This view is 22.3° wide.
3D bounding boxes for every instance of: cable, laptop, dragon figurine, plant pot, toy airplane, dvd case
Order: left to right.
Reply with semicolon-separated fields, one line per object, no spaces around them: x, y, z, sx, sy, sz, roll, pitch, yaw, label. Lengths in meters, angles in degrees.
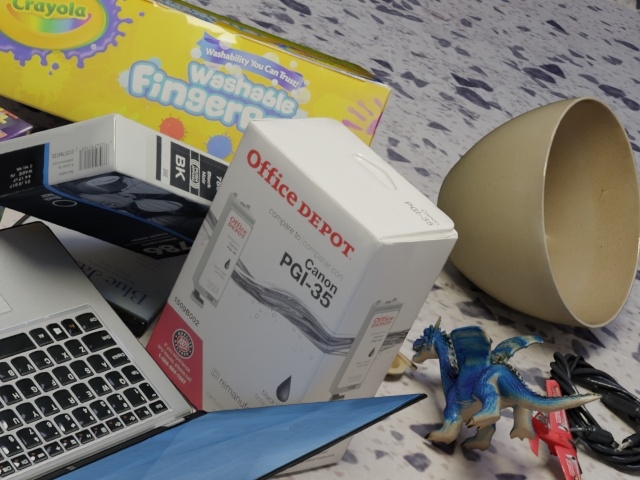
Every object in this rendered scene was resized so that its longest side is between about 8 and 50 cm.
-0.199;0.093;1.355;0.408;0.236;0.382;50;31;16;laptop
-0.229;0.005;1.754;0.180;0.022;0.253;27;26;3;dvd case
0.176;0.133;1.677;0.085;0.289;0.144;12;70;-22;dragon figurine
0.259;-0.033;2.036;0.191;0.284;0.284;-1;9;35;plant pot
0.247;0.212;1.728;0.151;0.028;0.151;54;24;-38;toy airplane
0.331;0.192;1.881;0.151;0.047;0.184;21;26;-11;cable

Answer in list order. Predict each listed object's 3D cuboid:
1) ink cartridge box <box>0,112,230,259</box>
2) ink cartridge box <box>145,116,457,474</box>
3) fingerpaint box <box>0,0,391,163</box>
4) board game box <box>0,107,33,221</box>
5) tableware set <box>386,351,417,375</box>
-0.162;-0.041;1.633;0.333;0.165;0.065;19;64;-54;ink cartridge box
-0.025;0.050;1.553;0.117;0.283;0.207;-4;39;-46;ink cartridge box
-0.167;-0.194;1.897;0.445;0.163;0.371;19;8;-7;fingerpaint box
-0.362;-0.043;1.588;0.048;0.141;0.170;31;27;11;board game box
0.020;0.111;1.782;0.169;0.020;0.141;-3;38;-44;tableware set
